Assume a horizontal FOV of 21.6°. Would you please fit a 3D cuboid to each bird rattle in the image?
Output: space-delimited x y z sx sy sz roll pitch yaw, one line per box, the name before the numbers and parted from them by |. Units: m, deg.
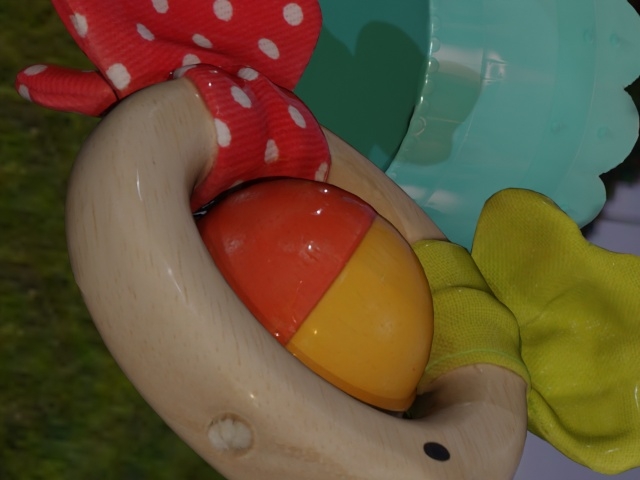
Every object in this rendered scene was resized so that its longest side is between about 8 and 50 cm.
bird rattle | 0.000 0.000 0.522 0.143 0.253 0.207 -36 -169 23

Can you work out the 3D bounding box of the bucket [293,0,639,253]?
bucket | 0.060 -0.120 1.118 0.281 0.183 0.281 -6 -97 51
